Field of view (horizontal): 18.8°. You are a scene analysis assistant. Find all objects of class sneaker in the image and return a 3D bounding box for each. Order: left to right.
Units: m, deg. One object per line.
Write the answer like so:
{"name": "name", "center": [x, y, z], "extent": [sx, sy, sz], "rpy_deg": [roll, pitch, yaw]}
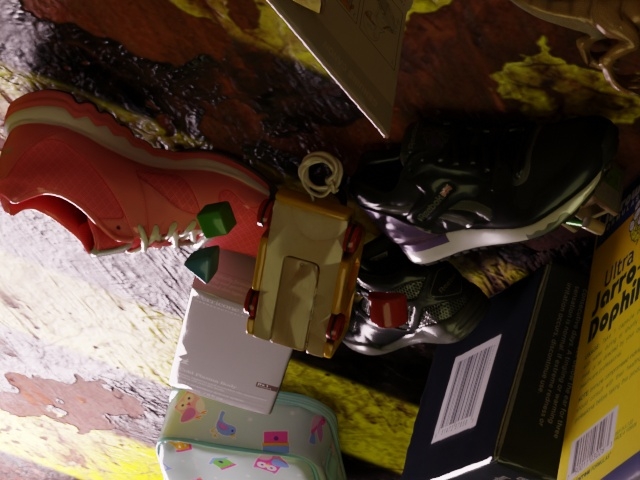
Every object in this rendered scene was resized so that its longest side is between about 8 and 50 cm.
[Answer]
{"name": "sneaker", "center": [-0.178, -0.028, 1.907], "extent": [0.314, 0.136, 0.116], "rpy_deg": [21, 148, -12]}
{"name": "sneaker", "center": [0.069, 0.048, 1.988], "extent": [0.130, 0.087, 0.227], "rpy_deg": [50, 155, -13]}
{"name": "sneaker", "center": [0.138, -0.062, 1.764], "extent": [0.124, 0.107, 0.283], "rpy_deg": [39, 141, -25]}

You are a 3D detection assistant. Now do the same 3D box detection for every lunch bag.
{"name": "lunch bag", "center": [-0.076, 0.280, 2.378], "extent": [0.224, 0.108, 0.279], "rpy_deg": [5, 148, 9]}

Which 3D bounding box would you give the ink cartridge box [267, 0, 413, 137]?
{"name": "ink cartridge box", "center": [-0.027, -0.253, 1.374], "extent": [0.066, 0.261, 0.296], "rpy_deg": [-10, 141, 32]}

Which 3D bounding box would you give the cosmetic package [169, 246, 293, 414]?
{"name": "cosmetic package", "center": [-0.082, 0.084, 2.077], "extent": [0.127, 0.107, 0.238], "rpy_deg": [17, 151, 1]}

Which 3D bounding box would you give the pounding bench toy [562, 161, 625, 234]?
{"name": "pounding bench toy", "center": [0.236, -0.034, 1.782], "extent": [0.052, 0.083, 0.065], "rpy_deg": [32, 144, -27]}

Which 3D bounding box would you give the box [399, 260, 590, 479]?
{"name": "box", "center": [0.325, 0.209, 1.955], "extent": [0.395, 0.212, 0.293], "rpy_deg": [21, 161, -11]}

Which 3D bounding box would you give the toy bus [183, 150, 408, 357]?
{"name": "toy bus", "center": [-0.007, 0.009, 1.868], "extent": [0.202, 0.104, 0.191], "rpy_deg": [-27, 105, 28]}

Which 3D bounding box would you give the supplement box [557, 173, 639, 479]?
{"name": "supplement box", "center": [0.350, 0.109, 1.702], "extent": [0.194, 0.356, 0.195], "rpy_deg": [21, 148, -11]}

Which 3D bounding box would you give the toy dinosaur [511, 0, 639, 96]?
{"name": "toy dinosaur", "center": [0.233, -0.183, 1.590], "extent": [0.211, 0.064, 0.112], "rpy_deg": [1, 129, 4]}
